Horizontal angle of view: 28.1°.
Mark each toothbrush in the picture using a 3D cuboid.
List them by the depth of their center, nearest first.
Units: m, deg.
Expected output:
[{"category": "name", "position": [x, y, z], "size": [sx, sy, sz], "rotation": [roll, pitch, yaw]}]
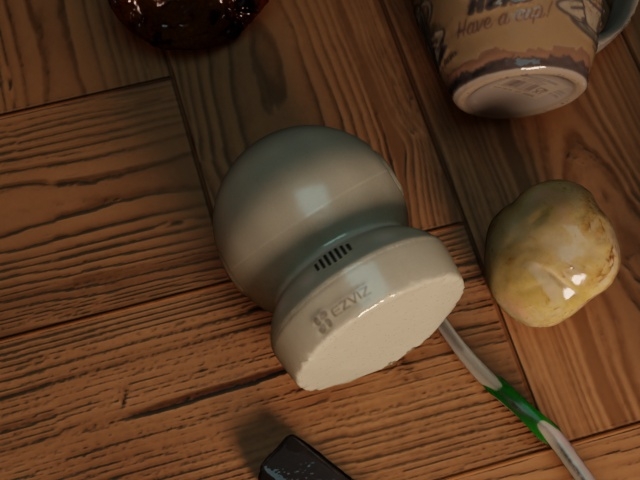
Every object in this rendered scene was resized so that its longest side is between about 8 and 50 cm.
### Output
[{"category": "toothbrush", "position": [0.197, 0.170, 1.215], "size": [0.040, 0.042, 0.418], "rotation": [-36, 70, 3]}]

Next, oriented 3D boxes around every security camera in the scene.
[{"category": "security camera", "position": [0.000, 0.000, 1.206], "size": [0.194, 0.194, 0.236], "rotation": [-28, 67, -15]}]

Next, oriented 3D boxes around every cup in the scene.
[{"category": "cup", "position": [0.225, -0.263, 1.356], "size": [0.301, 0.227, 0.257], "rotation": [4, 75, -33]}]

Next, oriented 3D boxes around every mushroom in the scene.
[{"category": "mushroom", "position": [0.224, 0.012, 1.251], "size": [0.148, 0.112, 0.148], "rotation": [-8, 77, 39]}]

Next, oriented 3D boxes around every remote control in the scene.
[{"category": "remote control", "position": [0.051, 0.270, 1.171], "size": [0.245, 0.025, 0.063], "rotation": [36, 64, 13]}]

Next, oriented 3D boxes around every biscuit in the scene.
[{"category": "biscuit", "position": [-0.138, -0.292, 1.364], "size": [0.192, 0.192, 0.049], "rotation": [-14, 23, -9]}]
